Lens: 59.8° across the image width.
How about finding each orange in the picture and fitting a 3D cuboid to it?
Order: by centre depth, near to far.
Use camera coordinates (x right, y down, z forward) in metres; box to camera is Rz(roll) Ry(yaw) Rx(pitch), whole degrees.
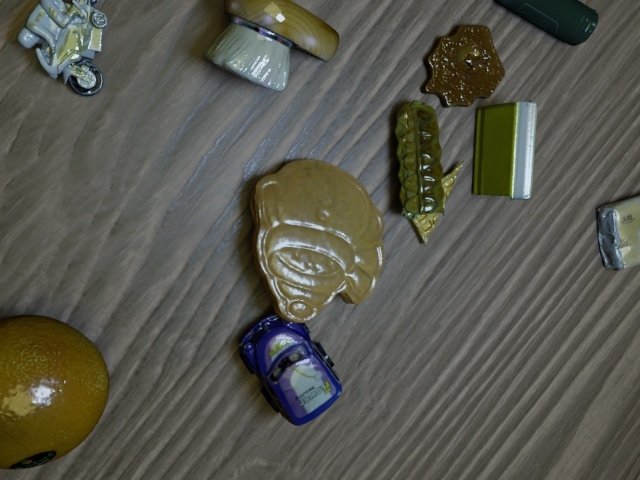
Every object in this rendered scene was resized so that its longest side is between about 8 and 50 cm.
[{"bbox_3d":[-0.519,0.264,0.986,0.274,0.274,0.274,-3,98,-19],"label":"orange"}]

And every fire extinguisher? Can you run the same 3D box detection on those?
[{"bbox_3d":[0.515,-0.566,1.318,0.311,0.115,0.095,20,135,-20],"label":"fire extinguisher"}]

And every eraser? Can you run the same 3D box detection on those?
[{"bbox_3d":[0.430,-0.212,1.307,0.069,0.158,0.226,-1,98,-17],"label":"eraser"}]

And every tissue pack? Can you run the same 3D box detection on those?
[{"bbox_3d":[0.870,-0.031,1.520,0.222,0.090,0.186,-16,100,-17],"label":"tissue pack"}]

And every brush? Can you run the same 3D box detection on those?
[{"bbox_3d":[-0.084,-0.387,1.112,0.266,0.174,0.166,11,107,-36],"label":"brush"}]

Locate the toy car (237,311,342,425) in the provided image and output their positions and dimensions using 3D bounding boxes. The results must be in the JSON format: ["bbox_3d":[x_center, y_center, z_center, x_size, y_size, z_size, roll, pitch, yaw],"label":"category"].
[{"bbox_3d":[-0.060,0.275,1.199,0.172,0.158,0.235,-36,105,-11],"label":"toy car"}]

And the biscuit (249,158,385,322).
[{"bbox_3d":[0.000,0.000,1.197,0.311,0.057,0.352,3,82,-23],"label":"biscuit"}]

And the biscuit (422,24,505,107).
[{"bbox_3d":[0.327,-0.402,1.312,0.215,0.034,0.182,-30,105,-11],"label":"biscuit"}]

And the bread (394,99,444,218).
[{"bbox_3d":[0.223,-0.184,1.261,0.087,0.098,0.270,-1,87,-57],"label":"bread"}]

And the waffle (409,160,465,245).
[{"bbox_3d":[0.298,-0.090,1.342,0.191,0.032,0.125,-33,104,-11],"label":"waffle"}]

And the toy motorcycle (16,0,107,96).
[{"bbox_3d":[-0.471,-0.383,1.016,0.151,0.074,0.229,-2,107,-24],"label":"toy motorcycle"}]
